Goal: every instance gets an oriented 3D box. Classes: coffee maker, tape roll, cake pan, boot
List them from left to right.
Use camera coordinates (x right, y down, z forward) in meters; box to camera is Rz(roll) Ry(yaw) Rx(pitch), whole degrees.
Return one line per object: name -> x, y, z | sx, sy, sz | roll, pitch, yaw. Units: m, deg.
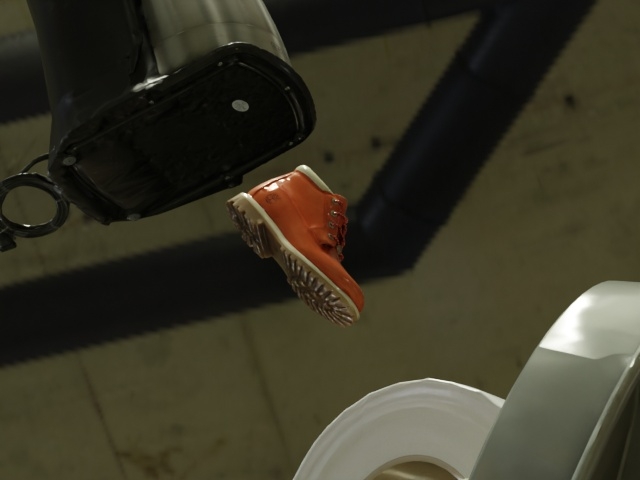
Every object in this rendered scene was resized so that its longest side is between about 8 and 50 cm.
coffee maker -> -0.108, -0.112, 0.908 | 0.171, 0.178, 0.120 | -14, -34, -8
boot -> 0.000, 0.000, 1.445 | 0.085, 0.158, 0.059 | -31, -32, -17
tape roll -> 0.103, 0.264, 1.522 | 0.286, 0.286, 0.100 | -44, -38, 18
cake pan -> 0.126, 0.146, 0.848 | 0.054, 0.293, 0.293 | 19, -61, 25

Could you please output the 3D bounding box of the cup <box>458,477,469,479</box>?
cup -> 0.115, 0.295, 1.181 | 0.331, 0.237, 0.331 | -17, -25, -8
